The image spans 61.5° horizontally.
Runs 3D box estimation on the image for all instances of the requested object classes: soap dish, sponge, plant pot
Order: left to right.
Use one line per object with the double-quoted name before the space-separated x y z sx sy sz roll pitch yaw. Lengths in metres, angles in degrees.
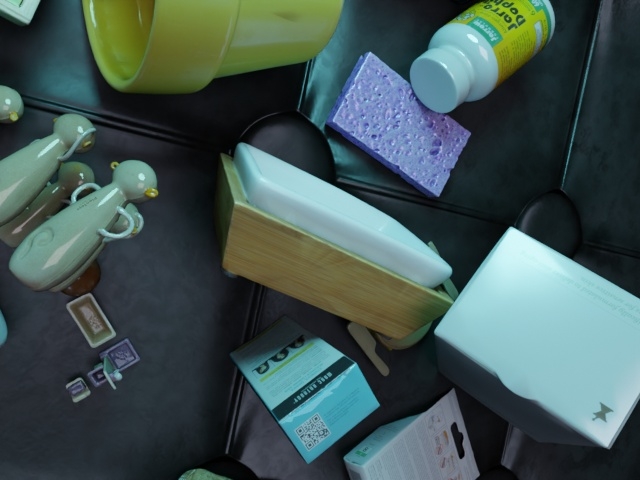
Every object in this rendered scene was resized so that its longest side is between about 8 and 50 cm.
"plant pot" -0.113 -0.290 0.600 0.239 0.254 0.254 -8 99 -37
"soap dish" 0.000 0.000 0.679 0.291 0.229 0.118 25 102 -22
"sponge" 0.119 -0.168 0.803 0.210 0.031 0.117 32 83 -22

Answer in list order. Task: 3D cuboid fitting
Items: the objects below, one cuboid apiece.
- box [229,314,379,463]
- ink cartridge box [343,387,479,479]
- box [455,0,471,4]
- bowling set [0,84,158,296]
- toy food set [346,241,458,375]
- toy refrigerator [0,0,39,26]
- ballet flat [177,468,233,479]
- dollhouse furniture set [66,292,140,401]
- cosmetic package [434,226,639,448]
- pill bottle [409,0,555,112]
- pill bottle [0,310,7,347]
"box" -0.032 0.167 0.662 0.100 0.244 0.060 -34 106 -15
"ink cartridge box" 0.154 0.368 0.872 0.225 0.056 0.181 -27 105 -36
"box" 0.152 -0.455 0.729 0.247 0.142 0.163 12 92 -21
"bowling set" -0.285 -0.041 0.607 0.287 0.200 0.154 37 72 22
"toy food set" 0.124 0.103 0.835 0.192 0.038 0.132 -42 115 -18
"toy refrigerator" -0.399 -0.325 0.508 0.269 0.094 0.102 26 92 -38
"ballet flat" -0.103 0.375 0.750 0.206 0.067 0.073 21 86 -22
"dollhouse furniture set" -0.283 0.132 0.647 0.091 0.081 0.114 -30 105 -17
"cosmetic package" 0.269 0.148 0.699 0.197 0.365 0.155 35 80 20
"pill bottle" 0.230 -0.276 0.780 0.208 0.117 0.117 -39 108 -19
"pill bottle" -0.460 0.111 0.554 0.216 0.121 0.121 -28 105 -17
